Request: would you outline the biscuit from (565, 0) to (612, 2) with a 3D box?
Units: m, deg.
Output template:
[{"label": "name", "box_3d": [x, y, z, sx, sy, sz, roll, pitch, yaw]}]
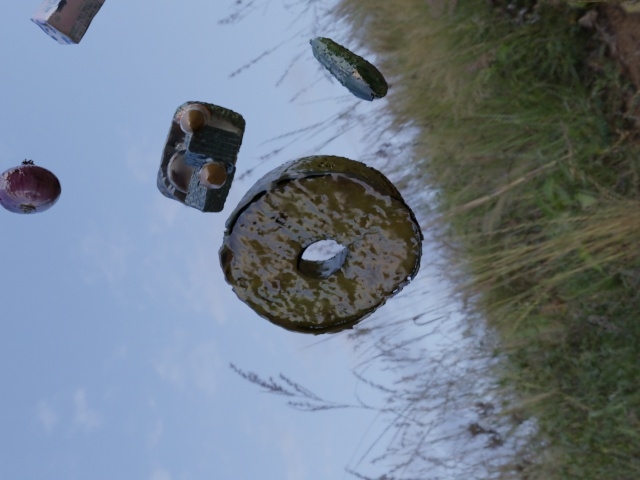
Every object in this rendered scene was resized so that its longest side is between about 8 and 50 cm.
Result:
[{"label": "biscuit", "box_3d": [0.397, -0.341, 0.910, 0.239, 0.212, 0.041, -115, 24, -69]}]

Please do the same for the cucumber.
[{"label": "cucumber", "box_3d": [0.045, -0.323, 1.253, 0.069, 0.069, 0.227, 16, -155, -48]}]

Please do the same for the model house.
[{"label": "model house", "box_3d": [-0.296, -0.189, 1.642, 0.190, 0.272, 0.301, 17, -167, -12]}]

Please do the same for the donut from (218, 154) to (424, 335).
[{"label": "donut", "box_3d": [0.000, 0.000, 0.908, 0.272, 0.272, 0.107, 46, -154, -25]}]

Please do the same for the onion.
[{"label": "onion", "box_3d": [-0.533, -0.098, 1.235, 0.115, 0.115, 0.105, 10, -115, -51]}]

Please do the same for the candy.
[{"label": "candy", "box_3d": [-0.422, -0.422, 1.173, 0.073, 0.092, 0.160, 32, -95, -42]}]
